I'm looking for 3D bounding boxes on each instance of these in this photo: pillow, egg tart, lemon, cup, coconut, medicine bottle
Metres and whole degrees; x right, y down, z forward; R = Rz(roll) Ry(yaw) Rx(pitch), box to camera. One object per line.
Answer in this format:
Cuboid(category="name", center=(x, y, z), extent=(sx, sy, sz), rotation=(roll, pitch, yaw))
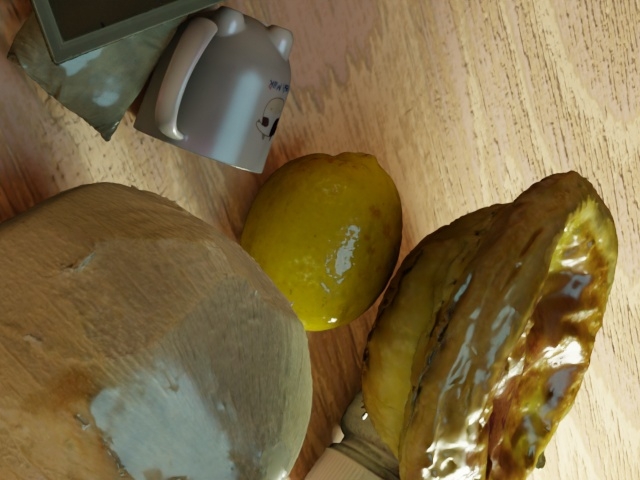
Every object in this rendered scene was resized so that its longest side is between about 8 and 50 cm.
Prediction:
Cuboid(category="pillow", center=(-0.199, -0.199, 1.669), extent=(0.134, 0.078, 0.181), rotation=(36, 81, -43))
Cuboid(category="egg tart", center=(0.171, 0.118, 2.006), extent=(0.443, 0.178, 0.443), rotation=(-48, 151, -38))
Cuboid(category="lemon", center=(0.000, 0.000, 1.951), extent=(0.170, 0.170, 0.207), rotation=(12, 95, -52))
Cuboid(category="cup", center=(-0.110, -0.157, 1.756), extent=(0.173, 0.134, 0.142), rotation=(15, 98, -44))
Cuboid(category="coconut", center=(-0.175, 0.135, 1.658), extent=(0.346, 0.360, 0.346), rotation=(-30, 133, -38))
Cuboid(category="medicine bottle", center=(0.108, 0.238, 2.214), extent=(0.273, 0.165, 0.165), rotation=(-56, 142, -12))

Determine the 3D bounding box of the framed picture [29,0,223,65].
Cuboid(category="framed picture", center=(-0.165, -0.306, 1.625), extent=(0.293, 0.018, 0.231), rotation=(-27, 103, -38))
